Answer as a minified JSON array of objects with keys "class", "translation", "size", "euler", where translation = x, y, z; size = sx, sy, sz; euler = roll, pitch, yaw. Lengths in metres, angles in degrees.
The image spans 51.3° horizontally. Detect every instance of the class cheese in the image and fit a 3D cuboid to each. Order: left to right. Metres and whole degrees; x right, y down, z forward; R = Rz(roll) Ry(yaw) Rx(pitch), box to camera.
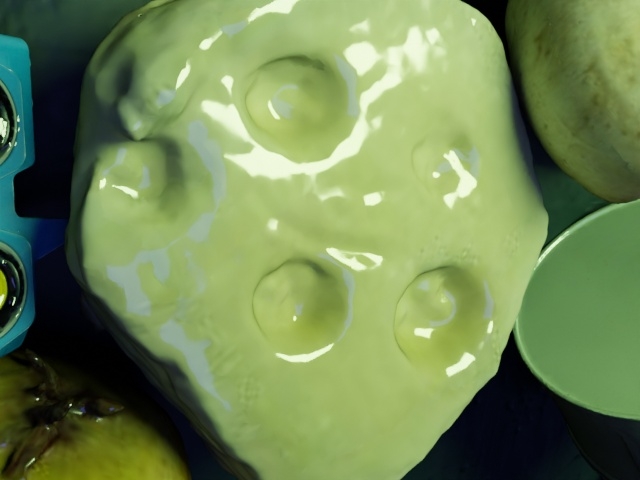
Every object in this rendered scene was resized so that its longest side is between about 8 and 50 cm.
[{"class":"cheese","translation":[0.000,0.000,0.413],"size":[0.318,0.115,0.326],"euler":[16,88,-33]}]

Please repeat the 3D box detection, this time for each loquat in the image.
[{"class":"loquat","translation":[-0.178,0.158,0.395],"size":[0.213,0.213,0.213],"euler":[-8,114,-19]}]

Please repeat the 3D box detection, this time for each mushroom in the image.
[{"class":"mushroom","translation":[0.222,-0.153,0.451],"size":[0.254,0.195,0.189],"euler":[-31,88,-22]}]

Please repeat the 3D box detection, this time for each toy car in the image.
[{"class":"toy car","translation":[-0.193,-0.025,0.358],"size":[0.100,0.097,0.191],"euler":[-15,107,-65]}]

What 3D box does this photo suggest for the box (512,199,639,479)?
[{"class":"box","translation":[0.290,0.086,0.538],"size":[0.226,0.226,0.149],"euler":[-39,120,-3]}]
